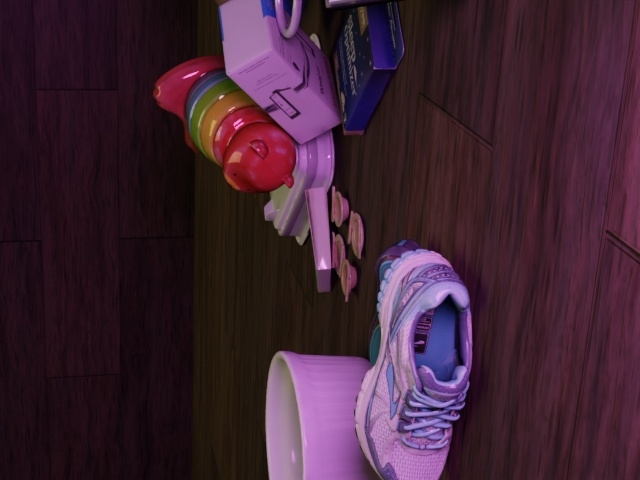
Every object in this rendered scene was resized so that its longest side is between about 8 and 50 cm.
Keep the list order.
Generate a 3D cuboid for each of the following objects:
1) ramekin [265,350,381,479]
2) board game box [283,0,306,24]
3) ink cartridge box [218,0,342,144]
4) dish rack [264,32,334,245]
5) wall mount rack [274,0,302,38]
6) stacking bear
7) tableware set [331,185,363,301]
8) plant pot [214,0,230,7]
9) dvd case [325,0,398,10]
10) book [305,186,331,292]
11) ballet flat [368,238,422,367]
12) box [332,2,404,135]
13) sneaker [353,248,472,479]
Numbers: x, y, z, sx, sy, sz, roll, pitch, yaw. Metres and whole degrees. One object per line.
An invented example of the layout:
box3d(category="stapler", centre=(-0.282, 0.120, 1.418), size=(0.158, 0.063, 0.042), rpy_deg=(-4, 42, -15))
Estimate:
box3d(category="ramekin", centre=(0.011, 0.291, 1.580), size=(0.277, 0.135, 0.277), rpy_deg=(178, 90, -77))
box3d(category="board game box", centre=(-0.060, -0.437, 1.740), size=(0.210, 0.047, 0.160), rpy_deg=(72, -151, -62))
box3d(category="ink cartridge box", centre=(-0.060, -0.265, 1.699), size=(0.203, 0.086, 0.148), rpy_deg=(40, -149, -47))
box3d(category="dish rack", centre=(-0.052, -0.171, 1.950), size=(0.333, 0.072, 0.285), rpy_deg=(118, 148, -63))
box3d(category="wall mount rack", centre=(-0.006, -0.474, 1.604), size=(0.304, 0.130, 0.350), rpy_deg=(-130, 40, -64))
box3d(category="stacking bear", centre=(-0.131, -0.175, 1.806), size=(0.175, 0.164, 0.289), rpy_deg=(56, 177, -40))
box3d(category="tableware set", centre=(0.036, 0.006, 1.691), size=(0.168, 0.020, 0.141), rpy_deg=(-117, 28, -63))
box3d(category="plant pot", centre=(-0.136, -0.516, 1.945), size=(0.263, 0.263, 0.229), rpy_deg=(145, 106, -75))
box3d(category="dvd case", centre=(0.079, -0.383, 1.195), size=(0.180, 0.022, 0.253), rpy_deg=(-1, 91, 34))
box3d(category="book", centre=(0.000, 0.000, 1.811), size=(0.096, 0.035, 0.144), rpy_deg=(89, 175, -65))
box3d(category="ballet flat", centre=(0.097, 0.083, 1.351), size=(0.074, 0.074, 0.203), rpy_deg=(-109, 15, -53))
box3d(category="box", centre=(0.061, -0.254, 1.517), size=(0.225, 0.036, 0.136), rpy_deg=(120, 146, -64))
box3d(category="sneaker", centre=(0.107, 0.158, 1.210), size=(0.122, 0.110, 0.283), rpy_deg=(-139, 49, -68))
